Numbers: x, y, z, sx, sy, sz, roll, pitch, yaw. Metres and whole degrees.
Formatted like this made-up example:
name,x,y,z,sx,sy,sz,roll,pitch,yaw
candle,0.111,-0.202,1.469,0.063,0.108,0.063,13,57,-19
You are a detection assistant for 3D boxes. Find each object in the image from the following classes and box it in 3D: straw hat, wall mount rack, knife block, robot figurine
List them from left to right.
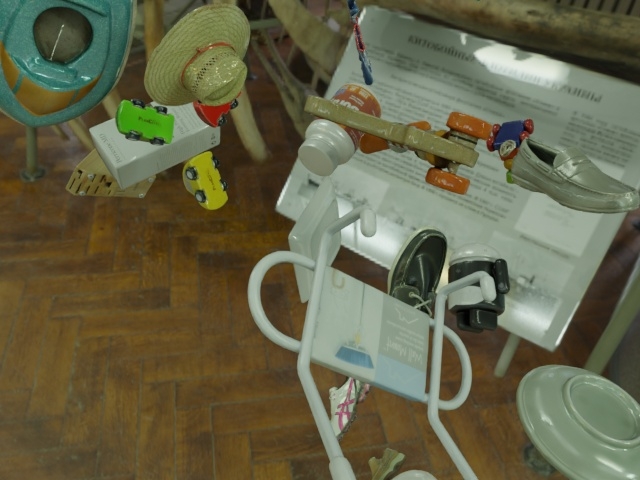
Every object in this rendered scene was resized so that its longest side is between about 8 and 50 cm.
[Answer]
name,x,y,z,sx,sy,sz,roll,pitch,yaw
knife block,-0.544,-0.229,1.504,0.276,0.088,0.242,-2,53,-47
straw hat,-0.120,-0.188,0.650,0.145,0.144,0.061,-29,68,-35
wall mount rack,0.087,0.138,0.623,0.350,0.131,0.303,27,55,-28
robot figurine,0.487,0.145,1.790,0.209,0.173,0.277,-5,67,22

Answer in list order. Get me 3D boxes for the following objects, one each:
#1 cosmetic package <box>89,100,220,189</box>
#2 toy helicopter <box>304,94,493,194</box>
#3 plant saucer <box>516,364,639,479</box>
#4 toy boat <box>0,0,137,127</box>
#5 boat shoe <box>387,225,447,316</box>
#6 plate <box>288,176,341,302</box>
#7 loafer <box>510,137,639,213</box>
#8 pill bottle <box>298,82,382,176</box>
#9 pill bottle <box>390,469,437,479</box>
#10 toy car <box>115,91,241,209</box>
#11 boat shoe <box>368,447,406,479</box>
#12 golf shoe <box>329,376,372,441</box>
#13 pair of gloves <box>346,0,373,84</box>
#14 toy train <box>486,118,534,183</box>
name,x,y,z,sx,sy,sz,roll,pitch,yaw
cosmetic package,-0.336,-0.214,1.181,0.231,0.085,0.117,-31,71,-23
toy helicopter,0.139,-0.216,1.126,0.356,0.140,0.235,17,12,-10
plant saucer,0.720,0.462,1.494,0.401,0.100,0.400,10,38,-8
toy boat,-0.390,-0.247,0.688,0.319,0.267,0.148,3,44,-35
boat shoe,0.134,0.095,0.815,0.084,0.232,0.079,14,10,-25
plate,0.000,0.000,1.650,0.045,0.277,0.278,11,47,21
loafer,0.522,-0.139,1.203,0.112,0.111,0.319,-11,25,-22
pill bottle,0.043,-0.251,1.306,0.121,0.121,0.216,23,59,20
pill bottle,0.259,0.664,1.265,0.169,0.301,0.169,-31,22,14
toy car,-0.239,-0.179,0.942,0.053,0.238,0.225,4,-3,41
boat shoe,0.151,0.580,1.448,0.072,0.068,0.190,30,14,22
golf shoe,0.049,0.385,1.337,0.086,0.067,0.186,29,64,6
pair of gloves,0.068,-0.382,1.028,0.023,0.198,0.159,-13,-2,7
toy train,0.496,-0.209,1.493,0.105,0.143,0.248,-4,30,30
